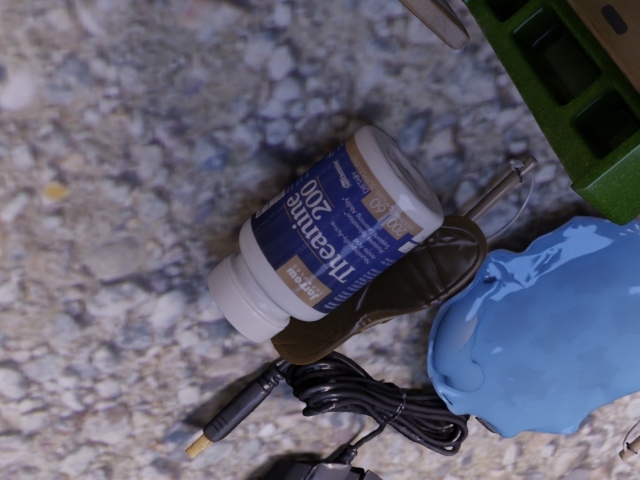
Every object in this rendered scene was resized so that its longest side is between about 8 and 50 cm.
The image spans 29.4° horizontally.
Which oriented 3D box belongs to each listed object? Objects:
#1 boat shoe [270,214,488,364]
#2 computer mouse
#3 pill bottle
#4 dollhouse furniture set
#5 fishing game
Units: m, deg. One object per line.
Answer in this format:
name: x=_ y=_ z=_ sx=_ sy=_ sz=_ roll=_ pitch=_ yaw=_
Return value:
boat shoe: x=0.032 y=0.023 z=0.693 sx=0.135 sy=0.045 sz=0.050 roll=-27 pitch=96 yaw=14
computer mouse: x=-0.031 y=0.181 z=0.809 sx=0.262 sy=0.060 sz=0.184 roll=-42 pitch=134 yaw=19
pill bottle: x=0.000 y=0.000 z=0.642 sx=0.120 sy=0.067 sz=0.067 roll=-39 pitch=134 yaw=15
dollhouse furniture set: x=0.156 y=-0.186 z=0.465 sx=0.301 sy=0.151 sz=0.197 roll=-41 pitch=134 yaw=17
fishing game: x=0.157 y=0.056 z=0.782 sx=0.264 sy=0.041 sz=0.189 roll=27 pitch=117 yaw=-30
